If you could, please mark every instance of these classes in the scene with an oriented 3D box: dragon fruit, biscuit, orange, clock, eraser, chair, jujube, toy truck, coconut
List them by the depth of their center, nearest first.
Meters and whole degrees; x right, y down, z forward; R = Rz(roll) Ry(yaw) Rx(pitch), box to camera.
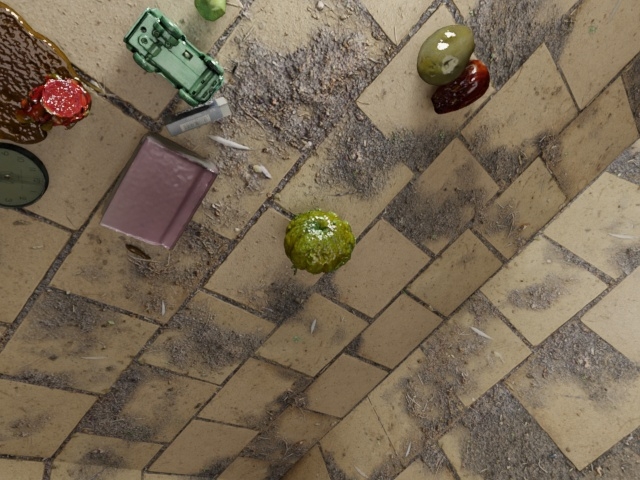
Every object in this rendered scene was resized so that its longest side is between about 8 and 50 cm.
[{"bbox_3d":[-0.750,-0.372,1.117,0.208,0.150,0.133,-25,98,1],"label":"dragon fruit"},{"bbox_3d":[-0.862,-0.451,1.129,0.381,0.074,0.359,21,113,-35],"label":"biscuit"},{"bbox_3d":[-0.322,-0.702,1.186,0.096,0.088,0.088,-37,129,11],"label":"coconut"},{"bbox_3d":[-0.429,-0.542,1.200,0.155,0.156,0.279,-46,128,11],"label":"toy truck"},{"bbox_3d":[-0.987,-0.199,1.263,0.215,0.042,0.215,-12,125,-17],"label":"clock"},{"bbox_3d":[-0.280,-0.565,1.325,0.086,0.037,0.042,29,119,-31],"label":"chair"},{"bbox_3d":[-0.410,-0.414,1.335,0.212,0.092,0.046,-23,128,-8],"label":"eraser"},{"bbox_3d":[-0.568,-0.169,1.418,0.272,0.122,0.359,25,109,-32],"label":"eraser"},{"bbox_3d":[0.548,-0.602,1.586,0.236,0.168,0.168,-32,130,16],"label":"jujube"},{"bbox_3d":[0.000,0.000,1.655,0.301,0.300,0.223,6,140,-2],"label":"orange"}]

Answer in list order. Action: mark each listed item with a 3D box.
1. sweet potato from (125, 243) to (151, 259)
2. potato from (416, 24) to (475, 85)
[{"bbox_3d":[-0.709,0.048,1.561,0.026,0.026,0.115,-42,127,8],"label":"sweet potato"},{"bbox_3d":[0.460,-0.683,1.475,0.235,0.160,0.178,-41,105,10],"label":"potato"}]
